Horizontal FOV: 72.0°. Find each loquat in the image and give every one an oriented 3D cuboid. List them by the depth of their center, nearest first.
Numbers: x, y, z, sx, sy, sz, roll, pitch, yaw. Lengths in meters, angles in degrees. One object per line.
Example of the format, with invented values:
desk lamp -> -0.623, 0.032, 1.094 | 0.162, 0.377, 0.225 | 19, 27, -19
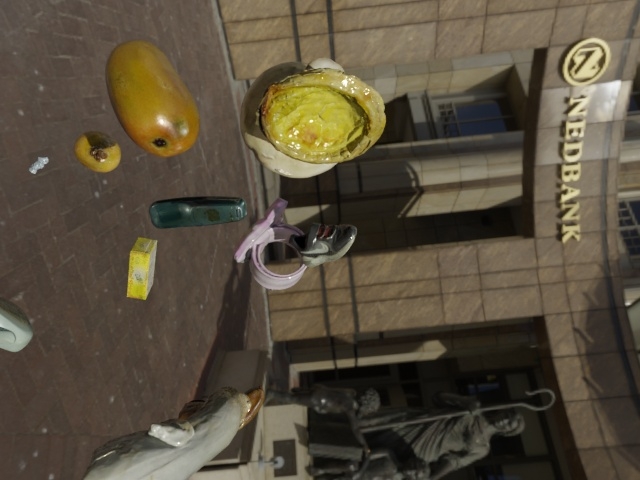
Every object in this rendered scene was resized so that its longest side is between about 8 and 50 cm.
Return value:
loquat -> -0.769, -0.307, 1.524 | 0.163, 0.137, 0.163 | 43, -15, 15

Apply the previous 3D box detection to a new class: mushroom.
mushroom -> -0.190, 0.275, 0.592 | 0.278, 0.096, 0.099 | -12, 83, -57
mushroom -> -0.041, -0.348, 1.195 | 0.315, 0.356, 0.315 | 32, 36, -26

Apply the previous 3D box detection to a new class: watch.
watch -> -0.132, 0.030, 1.415 | 0.248, 0.217, 0.211 | -50, 175, -30

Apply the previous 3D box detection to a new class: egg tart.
egg tart -> 0.001, -0.267, 0.937 | 0.279, 0.279, 0.095 | 82, 5, -59

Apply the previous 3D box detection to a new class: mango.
mango -> -0.417, -0.358, 1.091 | 0.211, 0.173, 0.317 | -4, 69, -62

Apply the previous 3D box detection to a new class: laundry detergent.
laundry detergent -> -0.959, 0.198, 1.220 | 0.215, 0.105, 0.280 | 36, -17, 27

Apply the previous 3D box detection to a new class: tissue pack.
tissue pack -> -0.569, 0.089, 1.403 | 0.095, 0.062, 0.176 | -98, -159, -60

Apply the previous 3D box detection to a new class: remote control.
remote control -> -0.284, -0.066, 1.027 | 0.042, 0.222, 0.072 | -104, -169, -58

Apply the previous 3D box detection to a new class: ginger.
ginger -> -0.302, 0.499, 1.255 | 0.133, 0.309, 0.107 | 9, 64, -58

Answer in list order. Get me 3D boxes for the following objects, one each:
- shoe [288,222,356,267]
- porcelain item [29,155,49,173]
shoe -> 0.000, 0.000, 1.256 | 0.227, 0.112, 0.099 | -29, -149, 46
porcelain item -> -1.005, -0.273, 1.575 | 0.028, 0.083, 0.036 | 55, 15, 3
